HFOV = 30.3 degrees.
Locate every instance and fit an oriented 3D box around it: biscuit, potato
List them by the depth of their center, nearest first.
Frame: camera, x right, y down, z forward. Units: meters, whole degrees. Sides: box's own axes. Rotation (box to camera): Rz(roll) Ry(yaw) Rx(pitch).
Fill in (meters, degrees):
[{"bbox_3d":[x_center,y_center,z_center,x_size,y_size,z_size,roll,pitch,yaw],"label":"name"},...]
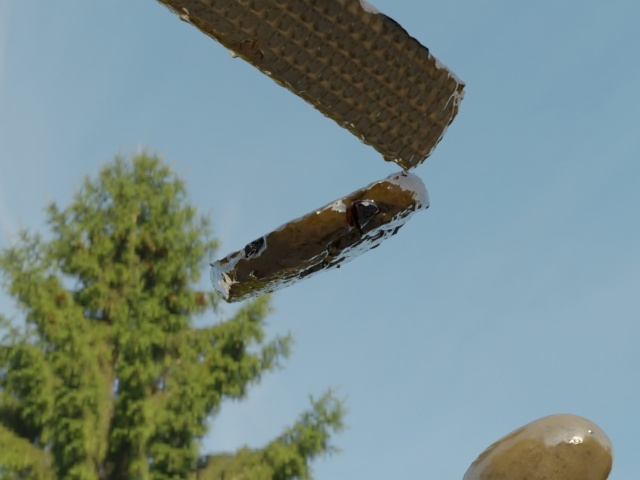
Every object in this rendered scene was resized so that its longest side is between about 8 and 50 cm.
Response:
[{"bbox_3d":[-0.025,-0.161,0.856,0.378,0.054,0.094,29,-85,-42],"label":"biscuit"},{"bbox_3d":[0.194,0.215,1.048,0.147,0.112,0.112,-38,-57,-2],"label":"potato"},{"bbox_3d":[0.001,0.002,1.401,0.296,0.296,0.075,-26,-90,16],"label":"biscuit"}]
